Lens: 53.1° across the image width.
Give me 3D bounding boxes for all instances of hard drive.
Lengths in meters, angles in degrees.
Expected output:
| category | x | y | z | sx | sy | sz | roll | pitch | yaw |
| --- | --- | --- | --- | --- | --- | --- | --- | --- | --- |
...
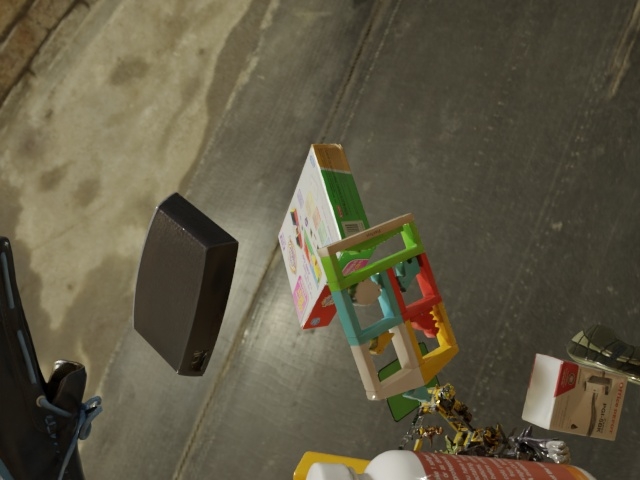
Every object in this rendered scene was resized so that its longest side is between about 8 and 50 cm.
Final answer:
| category | x | y | z | sx | sy | sz | roll | pitch | yaw |
| --- | --- | --- | --- | --- | --- | --- | --- | --- | --- |
| hard drive | -0.217 | 0.074 | 0.981 | 0.172 | 0.054 | 0.255 | 36 | 122 | 30 |

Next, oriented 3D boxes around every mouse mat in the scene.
| category | x | y | z | sx | sy | sz | roll | pitch | yaw |
| --- | --- | --- | --- | --- | --- | --- | --- | --- | --- |
| mouse mat | 0.239 | 0.377 | 1.718 | 0.007 | 0.189 | 0.153 | -9 | 103 | 56 |

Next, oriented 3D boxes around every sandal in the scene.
| category | x | y | z | sx | sy | sz | roll | pitch | yaw |
| --- | --- | --- | --- | --- | --- | --- | --- | --- | --- |
| sandal | 0.704 | 0.290 | 1.525 | 0.120 | 0.086 | 0.303 | -37 | 21 | -7 |

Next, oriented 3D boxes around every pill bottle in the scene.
| category | x | y | z | sx | sy | sz | roll | pitch | yaw |
| --- | --- | --- | --- | --- | --- | --- | --- | --- | --- |
| pill bottle | 0.097 | 0.220 | 0.471 | 0.216 | 0.121 | 0.121 | 9 | 73 | -9 |

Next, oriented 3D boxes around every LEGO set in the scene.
| category | x | y | z | sx | sy | sz | roll | pitch | yaw |
| --- | --- | --- | --- | --- | --- | --- | --- | --- | --- |
| LEGO set | 0.309 | 0.484 | 1.429 | 0.192 | 0.255 | 0.331 | -22 | 19 | 50 |

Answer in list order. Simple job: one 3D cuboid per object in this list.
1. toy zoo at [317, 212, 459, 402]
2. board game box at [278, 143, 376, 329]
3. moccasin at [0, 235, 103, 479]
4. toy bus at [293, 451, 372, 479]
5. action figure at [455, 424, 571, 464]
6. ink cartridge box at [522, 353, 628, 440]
| category | x | y | z | sx | sy | sz | roll | pitch | yaw |
| --- | --- | --- | --- | --- | --- | --- | --- | --- | --- |
| toy zoo | 0.121 | 0.121 | 1.026 | 0.030 | 0.192 | 0.293 | -15 | 96 | 55 |
| board game box | 0.000 | 0.000 | 1.286 | 0.064 | 0.316 | 0.242 | -4 | 59 | -20 |
| moccasin | -0.286 | 0.157 | 0.641 | 0.116 | 0.342 | 0.137 | -28 | 20 | -27 |
| toy bus | 0.106 | 0.637 | 1.640 | 0.332 | 0.108 | 0.130 | -1 | 117 | 28 |
| action figure | 0.351 | 0.414 | 1.114 | 0.141 | 0.275 | 0.164 | 8 | 87 | 47 |
| ink cartridge box | 0.370 | 0.227 | 0.927 | 0.056 | 0.135 | 0.099 | 5 | 81 | 66 |
